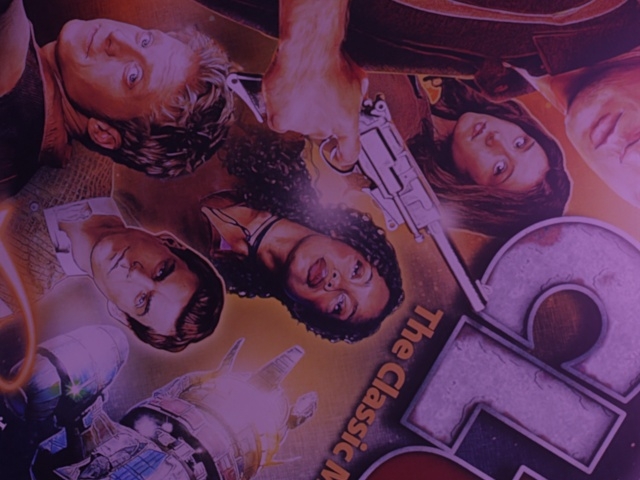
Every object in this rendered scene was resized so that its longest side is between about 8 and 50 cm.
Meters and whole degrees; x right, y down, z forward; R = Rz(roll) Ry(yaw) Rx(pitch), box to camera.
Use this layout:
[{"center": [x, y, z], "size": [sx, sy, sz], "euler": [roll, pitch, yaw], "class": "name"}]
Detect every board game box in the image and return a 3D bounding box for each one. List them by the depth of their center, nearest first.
[{"center": [0.000, 0.000, 0.364], "size": [0.165, 0.042, 0.243], "euler": [33, 96, 10], "class": "board game box"}]
